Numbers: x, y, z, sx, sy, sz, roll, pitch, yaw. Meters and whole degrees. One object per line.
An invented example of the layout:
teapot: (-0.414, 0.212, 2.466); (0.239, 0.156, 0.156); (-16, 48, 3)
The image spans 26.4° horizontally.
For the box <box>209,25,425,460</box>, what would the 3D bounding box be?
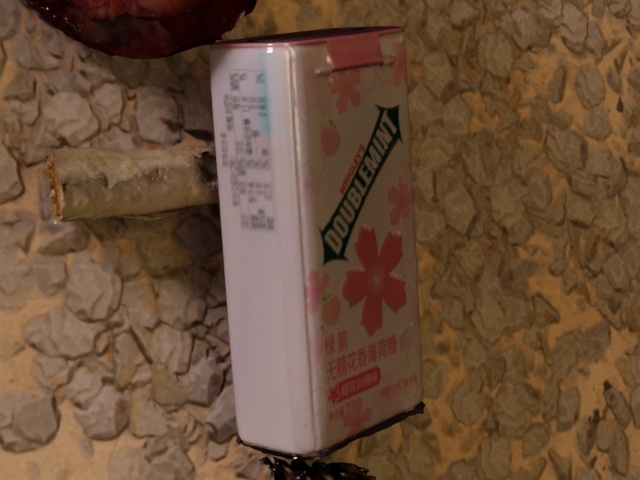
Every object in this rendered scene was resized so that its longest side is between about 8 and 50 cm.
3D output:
box: (0.000, 0.000, 1.218); (0.190, 0.112, 0.370); (-14, 107, -47)

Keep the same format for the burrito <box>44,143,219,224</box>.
burrito: (-0.149, -0.050, 1.183); (0.226, 0.087, 0.060); (-8, 116, -41)

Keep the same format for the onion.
onion: (-0.147, -0.273, 1.142); (0.219, 0.252, 0.252); (27, 63, -80)

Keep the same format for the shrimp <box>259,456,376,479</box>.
shrimp: (0.030, 0.314, 1.287); (0.289, 0.075, 0.178); (41, 64, -41)
